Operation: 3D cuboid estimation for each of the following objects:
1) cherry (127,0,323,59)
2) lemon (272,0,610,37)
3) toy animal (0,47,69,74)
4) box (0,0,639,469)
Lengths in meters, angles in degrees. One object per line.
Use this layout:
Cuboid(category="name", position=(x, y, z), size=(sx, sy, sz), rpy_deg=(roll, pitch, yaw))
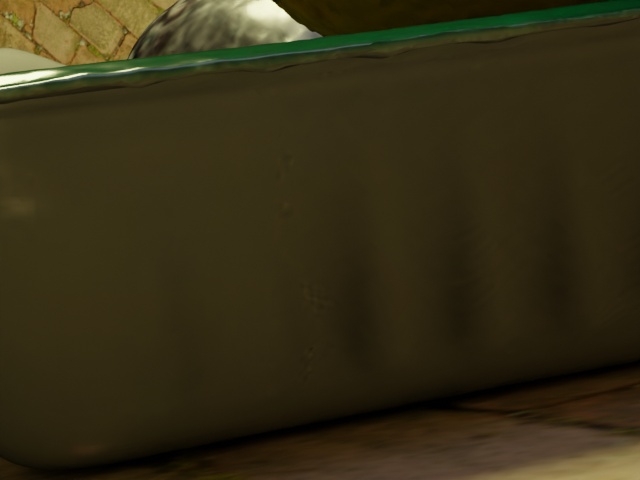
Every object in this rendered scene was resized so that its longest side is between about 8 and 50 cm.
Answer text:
Cuboid(category="cherry", position=(0.011, -0.056, 0.795), size=(0.255, 0.218, 0.296), rpy_deg=(-5, 12, -24))
Cuboid(category="lemon", position=(0.071, -0.186, 0.540), size=(0.267, 0.267, 0.267), rpy_deg=(-9, 0, 0))
Cuboid(category="toy animal", position=(-0.207, -0.014, 0.865), size=(0.208, 0.204, 0.156), rpy_deg=(1, -3, -41))
Cuboid(category="box", position=(0.000, 0.000, 0.461), size=(0.337, 0.106, 0.264), rpy_deg=(-8, 1, -14))
